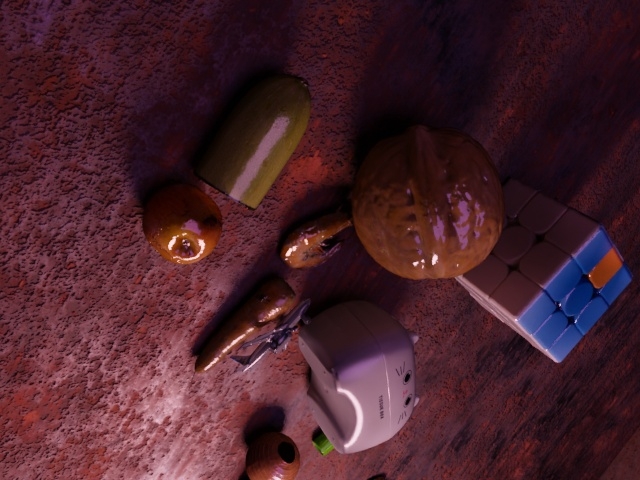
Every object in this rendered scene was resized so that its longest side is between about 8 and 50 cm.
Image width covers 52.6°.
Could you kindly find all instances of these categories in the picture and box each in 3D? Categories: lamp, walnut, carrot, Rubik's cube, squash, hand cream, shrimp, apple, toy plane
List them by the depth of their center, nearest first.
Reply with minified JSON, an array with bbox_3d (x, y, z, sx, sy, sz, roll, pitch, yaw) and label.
[{"bbox_3d":[-0.105,-0.185,1.137,0.132,0.132,0.247,29,98,-41],"label":"squash"},{"bbox_3d":[-0.241,-0.028,1.141,0.146,0.146,0.146,-16,125,-25],"label":"apple"},{"bbox_3d":[0.216,-0.078,1.313,0.333,0.333,0.332,-16,125,-25],"label":"walnut"},{"bbox_3d":[-0.176,0.192,1.362,0.298,0.078,0.078,-43,132,1],"label":"carrot"},{"bbox_3d":[-0.002,-0.003,1.377,0.187,0.051,0.132,-27,148,-11],"label":"shrimp"},{"bbox_3d":[-0.098,0.209,1.392,0.226,0.058,0.226,-38,159,10],"label":"toy plane"},{"bbox_3d":[-0.115,0.532,1.562,0.136,0.136,0.136,-16,125,-25],"label":"lamp"},{"bbox_3d":[0.533,0.072,1.603,0.291,0.291,0.290,-50,132,2],"label":"Rubik's cube"},{"bbox_3d":[0.100,0.468,1.731,0.275,0.050,0.079,-36,156,-17],"label":"hand cream"}]

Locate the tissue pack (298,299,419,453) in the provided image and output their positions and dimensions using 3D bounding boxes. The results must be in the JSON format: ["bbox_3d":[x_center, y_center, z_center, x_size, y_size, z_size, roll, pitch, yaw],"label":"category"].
[{"bbox_3d":[0.097,0.306,1.498,0.236,0.229,0.333,-21,127,-21],"label":"tissue pack"}]

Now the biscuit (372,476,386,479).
[{"bbox_3d":[0.168,0.774,1.970,0.118,0.023,0.140,-4,119,-32],"label":"biscuit"}]
